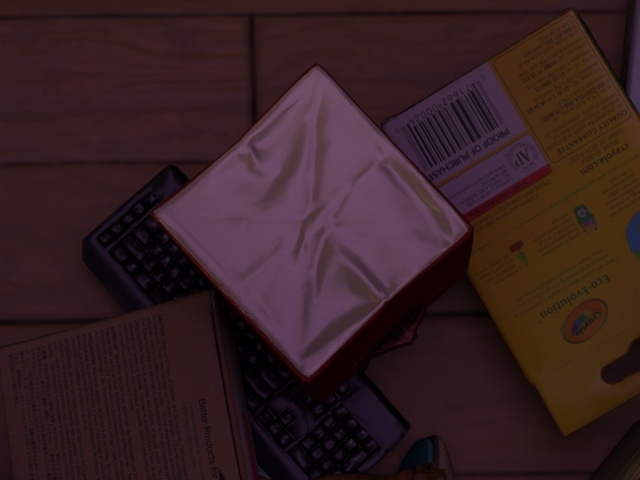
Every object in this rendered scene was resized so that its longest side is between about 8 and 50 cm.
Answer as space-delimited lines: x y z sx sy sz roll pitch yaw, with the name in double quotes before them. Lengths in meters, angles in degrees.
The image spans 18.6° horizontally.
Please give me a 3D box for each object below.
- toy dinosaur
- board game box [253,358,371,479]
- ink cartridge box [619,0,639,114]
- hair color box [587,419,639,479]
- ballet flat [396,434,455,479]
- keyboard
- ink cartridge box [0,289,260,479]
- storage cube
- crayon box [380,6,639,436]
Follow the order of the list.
"toy dinosaur" 0.004 0.221 1.641 0.211 0.064 0.112 0 69 10
"board game box" -0.064 0.173 1.702 0.136 0.030 0.259 27 77 1
"ink cartridge box" 0.450 -0.230 1.801 0.324 0.071 0.330 8 78 0
"hair color box" 0.272 0.220 1.528 0.113 0.374 0.185 40 78 6
"ballet flat" 0.077 0.291 1.663 0.086 0.086 0.248 21 78 2
"keyboard" -0.039 0.059 1.701 0.201 0.033 0.317 -41 83 -11
"ink cartridge box" -0.152 0.181 1.604 0.193 0.088 0.234 -14 63 6
"storage cube" 0.000 0.000 1.595 0.183 0.193 0.215 -42 81 -4
"crayon box" 0.218 -0.014 1.703 0.202 0.081 0.318 -31 79 11
